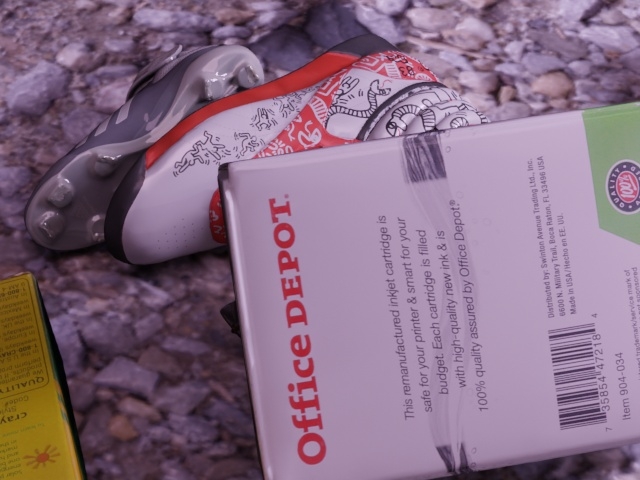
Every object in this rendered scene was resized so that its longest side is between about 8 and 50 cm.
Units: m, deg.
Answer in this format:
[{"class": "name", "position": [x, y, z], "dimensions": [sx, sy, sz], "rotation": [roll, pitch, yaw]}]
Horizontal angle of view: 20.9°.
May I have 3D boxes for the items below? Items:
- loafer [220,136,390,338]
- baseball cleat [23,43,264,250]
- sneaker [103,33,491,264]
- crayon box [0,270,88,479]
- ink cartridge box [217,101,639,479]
[{"class": "loafer", "position": [0.000, 0.000, 1.124], "dimensions": [0.061, 0.062, 0.170], "rotation": [33, 86, 9]}, {"class": "baseball cleat", "position": [-0.131, -0.068, 1.241], "dimensions": [0.206, 0.072, 0.109], "rotation": [-36, 26, -14]}, {"class": "sneaker", "position": [-0.005, -0.040, 1.187], "dimensions": [0.270, 0.090, 0.145], "rotation": [-33, 53, -28]}, {"class": "crayon box", "position": [-0.228, 0.165, 0.972], "dimensions": [0.202, 0.081, 0.318], "rotation": [-15, 38, -6]}, {"class": "ink cartridge box", "position": [0.084, 0.031, 1.040], "dimensions": [0.273, 0.198, 0.115], "rotation": [-8, 4, -6]}]
